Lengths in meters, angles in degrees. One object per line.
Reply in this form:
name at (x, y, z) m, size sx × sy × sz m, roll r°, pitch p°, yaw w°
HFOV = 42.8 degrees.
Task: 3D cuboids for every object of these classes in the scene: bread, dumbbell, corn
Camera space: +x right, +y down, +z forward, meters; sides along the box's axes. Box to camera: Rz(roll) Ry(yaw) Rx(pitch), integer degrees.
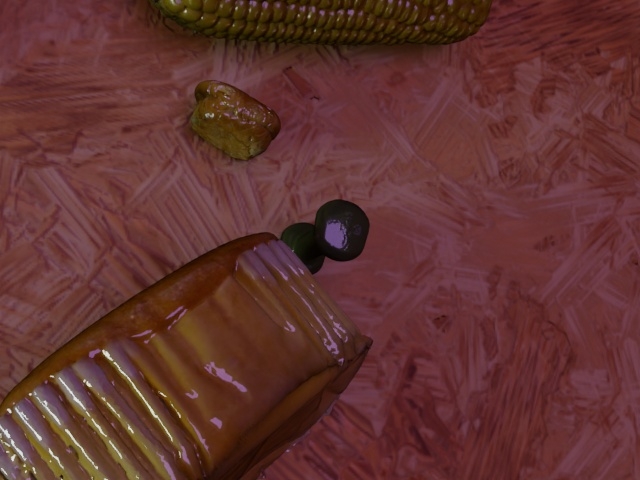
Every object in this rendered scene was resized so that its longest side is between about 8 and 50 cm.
bread at (-0.106, 0.117, 0.603) m, size 0.288 × 0.204 × 0.156 m, roll -36°, pitch 74°, yaw -30°
bread at (-0.076, -0.106, 0.720) m, size 0.083 × 0.081 × 0.046 m, roll 23°, pitch 77°, yaw 15°
dumbbell at (0.000, 0.000, 0.707) m, size 0.046 × 0.118 × 0.052 m, roll 16°, pitch 74°, yaw -17°
corn at (0.006, -0.244, 0.768) m, size 0.363 × 0.120 × 0.121 m, roll -5°, pitch 81°, yaw -28°
